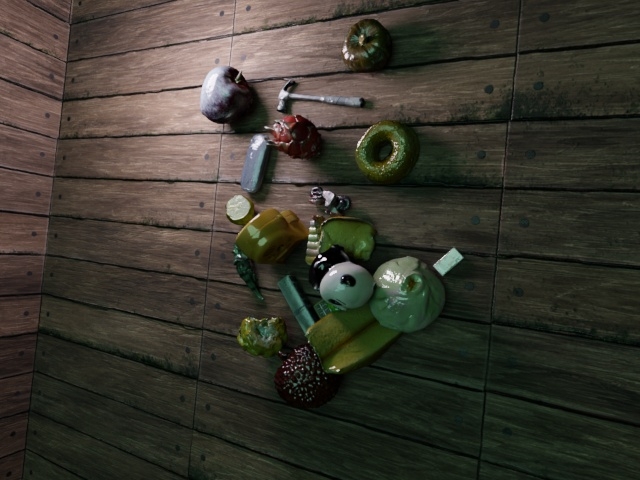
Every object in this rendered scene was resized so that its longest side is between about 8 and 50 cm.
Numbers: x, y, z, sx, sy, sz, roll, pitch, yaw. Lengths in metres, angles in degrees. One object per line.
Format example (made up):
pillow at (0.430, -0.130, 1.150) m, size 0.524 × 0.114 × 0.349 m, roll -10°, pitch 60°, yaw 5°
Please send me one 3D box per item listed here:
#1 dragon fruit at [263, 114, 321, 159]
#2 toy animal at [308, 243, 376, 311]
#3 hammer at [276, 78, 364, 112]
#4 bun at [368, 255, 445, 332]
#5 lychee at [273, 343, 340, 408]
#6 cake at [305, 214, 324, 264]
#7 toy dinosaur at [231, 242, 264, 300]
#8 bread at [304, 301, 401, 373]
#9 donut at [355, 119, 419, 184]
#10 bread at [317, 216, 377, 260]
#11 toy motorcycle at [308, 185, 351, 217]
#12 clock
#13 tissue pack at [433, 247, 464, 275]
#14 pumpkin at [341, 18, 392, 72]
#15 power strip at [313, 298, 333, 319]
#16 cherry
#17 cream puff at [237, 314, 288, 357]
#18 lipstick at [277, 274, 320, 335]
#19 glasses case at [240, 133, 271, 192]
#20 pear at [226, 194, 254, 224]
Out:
dragon fruit at (-0.116, -0.454, 1.810) m, size 0.274 × 0.193 × 0.192 m, roll 30°, pitch 56°, yaw 2°
toy animal at (0.078, 0.163, 1.564) m, size 0.212 × 0.212 × 0.267 m, roll -58°, pitch 33°, yaw 11°
hammer at (-0.004, -0.626, 1.861) m, size 0.427 × 0.044 × 0.152 m, roll 17°, pitch 93°, yaw 24°
bun at (0.317, 0.192, 1.541) m, size 0.293 × 0.187 × 0.293 m, roll -4°, pitch 70°, yaw 12°
lychee at (-0.063, 0.546, 1.695) m, size 0.300 × 0.264 × 0.264 m, roll 30°, pitch 100°, yaw 20°
cake at (-0.019, 0.004, 1.789) m, size 0.090 × 0.109 × 0.225 m, roll -11°, pitch 83°, yaw 25°
toy dinosaur at (-0.345, 0.147, 1.960) m, size 0.079 × 0.120 × 0.292 m, roll -24°, pitch 101°, yaw 11°
bread at (0.134, 0.342, 1.559) m, size 0.233 × 0.362 × 0.245 m, roll 47°, pitch 108°, yaw 21°
donut at (0.259, -0.362, 1.684) m, size 0.272 × 0.107 × 0.272 m, roll -1°, pitch 88°, yaw 27°
bread at (0.098, -0.013, 1.728) m, size 0.251 × 0.133 × 0.174 m, roll 5°, pitch 96°, yaw -18°
toy motorcycle at (0.032, -0.158, 1.791) m, size 0.212 × 0.084 × 0.118 m, roll 23°, pitch 98°, yaw 32°
clock at (-0.211, -0.014, 1.772) m, size 0.200 × 0.317 × 0.244 m, roll 45°, pitch 105°, yaw 14°
tissue pack at (0.491, 0.081, 1.589) m, size 0.108 × 0.023 × 0.056 m, roll -44°, pitch 70°, yaw 17°
pumpkin at (0.188, -0.800, 1.714) m, size 0.219 × 0.162 × 0.219 m, roll -2°, pitch 84°, yaw 21°
power strip at (0.049, 0.269, 1.785) m, size 0.169 × 0.028 × 0.076 m, roll -39°, pitch 71°, yaw 18°
cherry at (-0.449, -0.694, 1.977) m, size 0.296 × 0.218 × 0.255 m, roll -36°, pitch 79°, yaw 25°
cream puff at (-0.258, 0.432, 1.838) m, size 0.195 × 0.221 × 0.194 m, roll -173°, pitch 90°, yaw -71°
lipstick at (-0.088, 0.285, 1.822) m, size 0.076 × 0.077 × 0.289 m, roll -39°, pitch 71°, yaw 19°
glasses case at (-0.309, -0.364, 1.973) m, size 0.109 × 0.067 × 0.282 m, roll 17°, pitch 96°, yaw 28°
pear at (-0.377, -0.137, 1.974) m, size 0.141 × 0.104 × 0.141 m, roll -2°, pitch 72°, yaw 5°
